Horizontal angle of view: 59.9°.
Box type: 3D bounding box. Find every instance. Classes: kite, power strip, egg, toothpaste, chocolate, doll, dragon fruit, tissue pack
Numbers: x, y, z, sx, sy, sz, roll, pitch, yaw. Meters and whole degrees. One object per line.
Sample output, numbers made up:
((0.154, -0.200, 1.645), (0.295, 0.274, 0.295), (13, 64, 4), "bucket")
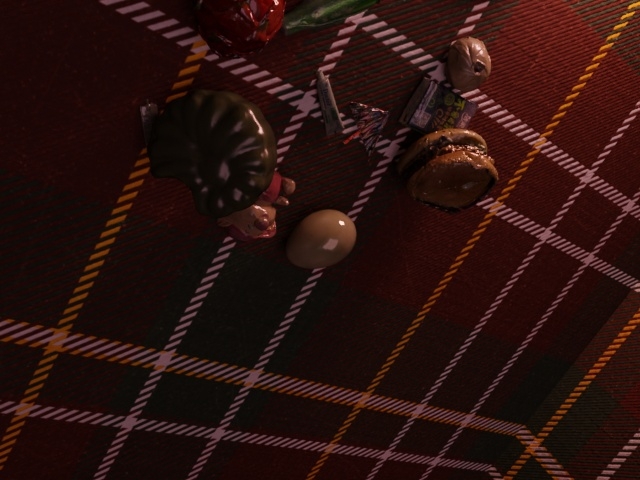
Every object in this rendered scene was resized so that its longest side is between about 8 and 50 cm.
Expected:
((0.156, -0.371, 1.850), (0.189, 0.009, 0.232), (-32, 127, -5), "kite")
((-0.480, -0.331, 1.566), (0.051, 0.019, 0.136), (-10, 122, -19), "power strip")
((0.000, 0.000, 1.883), (0.254, 0.188, 0.188), (-30, 127, 1), "egg")
((0.024, -0.428, 1.738), (0.064, 0.041, 0.218), (-18, 128, 0), "toothpaste")
((0.019, -0.659, 1.564), (0.291, 0.110, 0.110), (-26, 126, -6), "chocolate")
((-0.201, -0.106, 1.752), (0.196, 0.152, 0.255), (23, 112, -20), "doll")
((-0.208, -0.607, 1.403), (0.245, 0.244, 0.298), (13, 94, -31), "dragon fruit")
((0.404, -0.433, 1.891), (0.236, 0.073, 0.173), (15, 113, -32), "tissue pack")

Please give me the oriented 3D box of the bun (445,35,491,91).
((0.493, -0.576, 1.824), (0.173, 0.113, 0.166), (32, 101, -38), "bun")

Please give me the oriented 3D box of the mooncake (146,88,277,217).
((-0.287, -0.244, 1.535), (0.352, 0.187, 0.350), (1, 101, 6), "mooncake")

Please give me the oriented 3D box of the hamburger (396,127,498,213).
((0.447, -0.238, 1.898), (0.318, 0.195, 0.277), (19, 133, -32), "hamburger")
